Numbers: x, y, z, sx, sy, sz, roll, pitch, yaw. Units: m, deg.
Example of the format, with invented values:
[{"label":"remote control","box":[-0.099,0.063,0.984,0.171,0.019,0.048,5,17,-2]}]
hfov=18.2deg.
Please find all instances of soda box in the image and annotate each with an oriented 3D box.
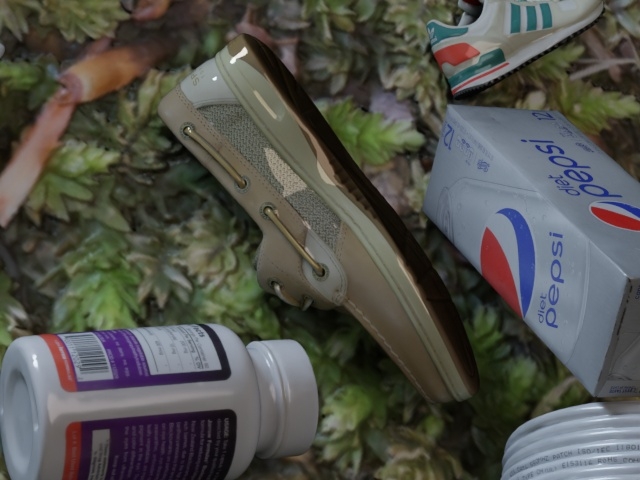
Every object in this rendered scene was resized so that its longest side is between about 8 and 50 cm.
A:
[{"label":"soda box","box":[0.174,0.001,1.384,0.098,0.286,0.091,1,116,-24]}]

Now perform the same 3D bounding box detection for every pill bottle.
[{"label":"pill bottle","box":[-0.105,0.110,1.311,0.193,0.108,0.108,-3,73,-24]}]

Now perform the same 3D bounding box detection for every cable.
[{"label":"cable","box":[0.247,0.176,1.352,0.257,0.257,0.089,-2,67,17]}]

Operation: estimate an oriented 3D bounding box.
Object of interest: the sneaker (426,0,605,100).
[{"label":"sneaker","box":[0.151,-0.173,1.552,0.161,0.057,0.075,-31,91,-26]}]

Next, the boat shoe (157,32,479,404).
[{"label":"boat shoe","box":[0.000,0.000,1.410,0.098,0.109,0.302,-36,88,10]}]

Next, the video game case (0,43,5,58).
[{"label":"video game case","box":[-0.332,-0.104,1.341,0.173,0.022,0.190,33,63,-10]}]
